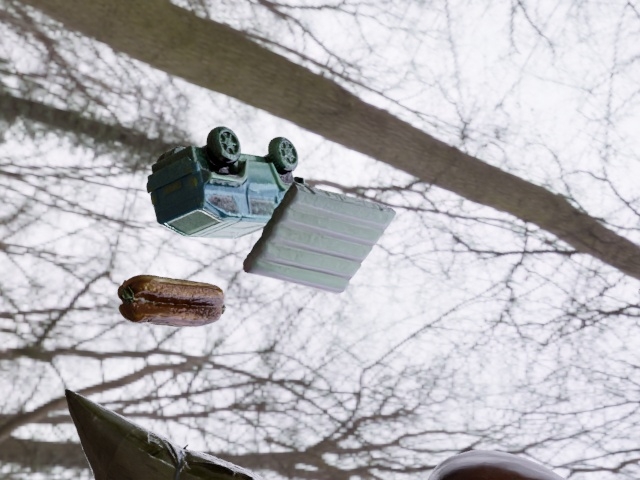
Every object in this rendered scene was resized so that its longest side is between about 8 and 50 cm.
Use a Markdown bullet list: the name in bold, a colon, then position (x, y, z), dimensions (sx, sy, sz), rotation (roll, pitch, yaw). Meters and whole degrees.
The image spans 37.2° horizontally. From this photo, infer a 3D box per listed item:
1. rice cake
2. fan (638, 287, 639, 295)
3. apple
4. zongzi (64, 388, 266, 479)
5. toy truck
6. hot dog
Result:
- **rice cake**: position (0.000, 0.000, 1.504), dimensions (0.189, 0.198, 0.037), rotation (-57, -142, 16)
- **fan**: position (0.464, 0.110, 1.112), dimensions (0.229, 0.335, 0.011), rotation (37, -92, 35)
- **apple**: position (0.215, 0.366, 1.141), dimensions (0.234, 0.234, 0.234), rotation (-10, -105, 42)
- **zongzi**: position (-0.330, 0.487, 1.599), dimensions (0.356, 0.392, 0.174), rotation (-64, -176, -8)
- **toy truck**: position (-0.152, -0.090, 1.597), dimensions (0.155, 0.279, 0.156), rotation (-20, -104, 36)
- **hot dog**: position (-0.218, 0.087, 1.379), dimensions (0.055, 0.188, 0.072), rotation (22, -82, 48)
